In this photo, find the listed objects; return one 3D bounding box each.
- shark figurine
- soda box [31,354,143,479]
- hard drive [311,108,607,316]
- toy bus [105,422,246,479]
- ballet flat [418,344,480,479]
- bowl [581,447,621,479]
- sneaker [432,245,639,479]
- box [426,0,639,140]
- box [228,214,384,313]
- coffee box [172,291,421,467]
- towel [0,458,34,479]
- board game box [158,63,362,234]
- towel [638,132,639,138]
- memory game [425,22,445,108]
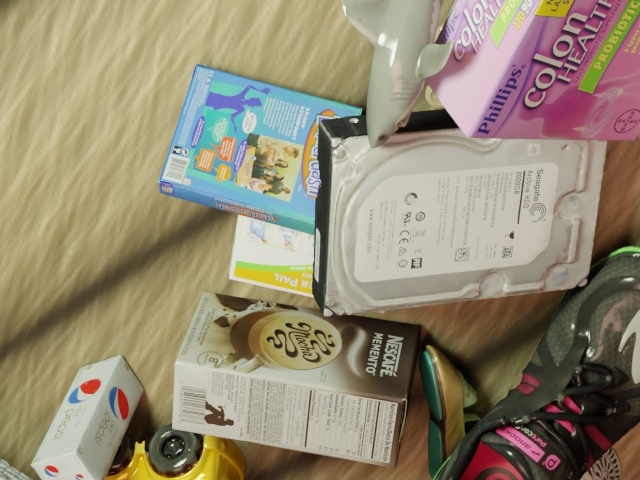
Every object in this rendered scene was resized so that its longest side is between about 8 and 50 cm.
[{"bbox_3d":[0.076,-0.257,1.608,0.116,0.278,0.166,13,161,-14],"label":"shark figurine"},{"bbox_3d":[-0.310,0.250,2.034,0.074,0.216,0.069,-19,117,22],"label":"soda box"},{"bbox_3d":[0.162,-0.038,1.762,0.339,0.064,0.237,-6,120,-16],"label":"hard drive"},{"bbox_3d":[-0.224,0.374,2.079,0.220,0.211,0.149,-6,151,16],"label":"toy bus"},{"bbox_3d":[0.177,0.229,2.024,0.073,0.080,0.232,-15,124,-13],"label":"ballet flat"},{"bbox_3d":[0.321,0.338,2.046,0.170,0.080,0.170,6,122,9],"label":"bowl"},{"bbox_3d":[0.300,0.226,1.872,0.185,0.202,0.483,33,107,4],"label":"sneaker"},{"bbox_3d":[0.268,-0.224,1.606,0.243,0.117,0.213,0,133,-32],"label":"box"},{"bbox_3d":[0.000,0.000,1.880,0.203,0.114,0.103,12,123,2],"label":"box"},{"bbox_3d":[-0.028,0.177,1.964,0.297,0.168,0.119,9,123,5],"label":"coffee box"},{"bbox_3d":[-0.445,0.400,2.143,0.284,0.121,0.235,39,158,-14],"label":"towel"},{"bbox_3d":[-0.071,-0.107,1.808,0.210,0.160,0.047,16,163,2],"label":"board game box"},{"bbox_3d":[0.478,-0.160,1.590,0.332,0.053,0.317,-53,57,40],"label":"towel"},{"bbox_3d":[0.211,-0.196,1.778,0.186,0.012,0.186,5,122,9],"label":"memory game"}]
